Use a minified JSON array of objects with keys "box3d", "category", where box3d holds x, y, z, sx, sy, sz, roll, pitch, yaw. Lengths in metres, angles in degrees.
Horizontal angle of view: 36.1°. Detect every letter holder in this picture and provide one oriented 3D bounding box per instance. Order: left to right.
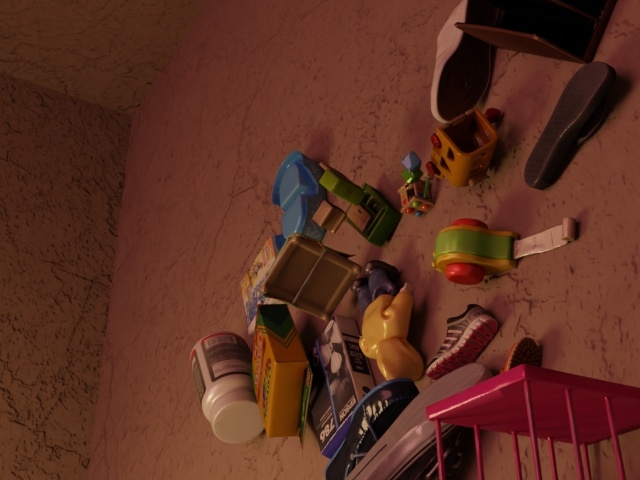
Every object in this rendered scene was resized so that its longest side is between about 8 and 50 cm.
[{"box3d":[0.342,-0.437,1.755,0.302,0.214,0.152,37,108,63],"category":"letter holder"}]

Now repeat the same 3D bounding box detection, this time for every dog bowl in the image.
[{"box3d":[-0.050,-0.093,2.494,0.166,0.074,0.297,-50,35,40],"category":"dog bowl"}]

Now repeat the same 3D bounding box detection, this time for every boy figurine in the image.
[{"box3d":[0.137,0.162,1.944,0.177,0.092,0.285,-57,31,29],"category":"boy figurine"}]

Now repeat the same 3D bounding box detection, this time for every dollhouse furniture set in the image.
[{"box3d":[0.000,0.000,2.143,0.301,0.197,0.151,-57,30,10],"category":"dollhouse furniture set"}]

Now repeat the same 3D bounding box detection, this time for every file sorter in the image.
[{"box3d":[0.318,0.296,1.275,0.202,0.290,0.182,-38,45,50],"category":"file sorter"}]

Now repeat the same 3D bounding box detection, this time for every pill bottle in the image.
[{"box3d":[-0.229,0.369,2.467,0.161,0.161,0.283,-62,28,21],"category":"pill bottle"}]

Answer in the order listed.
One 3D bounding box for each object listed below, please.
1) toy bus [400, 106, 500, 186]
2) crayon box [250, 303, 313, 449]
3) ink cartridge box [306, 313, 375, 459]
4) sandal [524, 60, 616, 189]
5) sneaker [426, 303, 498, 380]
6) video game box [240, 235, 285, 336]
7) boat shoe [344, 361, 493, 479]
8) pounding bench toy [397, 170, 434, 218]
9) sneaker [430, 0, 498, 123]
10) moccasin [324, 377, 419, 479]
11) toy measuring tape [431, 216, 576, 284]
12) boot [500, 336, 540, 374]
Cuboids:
[{"box3d":[0.270,-0.153,1.846,0.191,0.202,0.104,-49,64,28],"category":"toy bus"},{"box3d":[-0.093,0.303,2.230,0.318,0.081,0.202,-119,32,-63],"category":"crayon box"},{"box3d":[0.046,0.327,2.059,0.165,0.065,0.333,-57,31,28],"category":"ink cartridge box"},{"box3d":[0.423,-0.193,1.646,0.097,0.054,0.254,-91,21,-47],"category":"sandal"},{"box3d":[0.246,0.178,1.750,0.170,0.063,0.075,-53,32,26],"category":"sneaker"},{"box3d":[-0.143,0.122,2.580,0.187,0.048,0.205,-54,31,29],"category":"video game box"},{"box3d":[0.185,0.353,1.687,0.335,0.119,0.121,-44,12,4],"category":"boat shoe"},{"box3d":[0.204,-0.094,2.008,0.083,0.052,0.065,-48,35,41],"category":"pounding bench toy"},{"box3d":[0.280,-0.358,1.982,0.290,0.106,0.123,-71,15,-13],"category":"sneaker"},{"box3d":[0.113,0.397,1.836,0.117,0.137,0.342,-108,28,-44],"category":"moccasin"},{"box3d":[0.291,0.006,1.703,0.330,0.121,0.121,-24,54,58],"category":"toy measuring tape"},{"box3d":[0.307,0.230,1.603,0.084,0.059,0.158,-167,92,-69],"category":"boot"}]
